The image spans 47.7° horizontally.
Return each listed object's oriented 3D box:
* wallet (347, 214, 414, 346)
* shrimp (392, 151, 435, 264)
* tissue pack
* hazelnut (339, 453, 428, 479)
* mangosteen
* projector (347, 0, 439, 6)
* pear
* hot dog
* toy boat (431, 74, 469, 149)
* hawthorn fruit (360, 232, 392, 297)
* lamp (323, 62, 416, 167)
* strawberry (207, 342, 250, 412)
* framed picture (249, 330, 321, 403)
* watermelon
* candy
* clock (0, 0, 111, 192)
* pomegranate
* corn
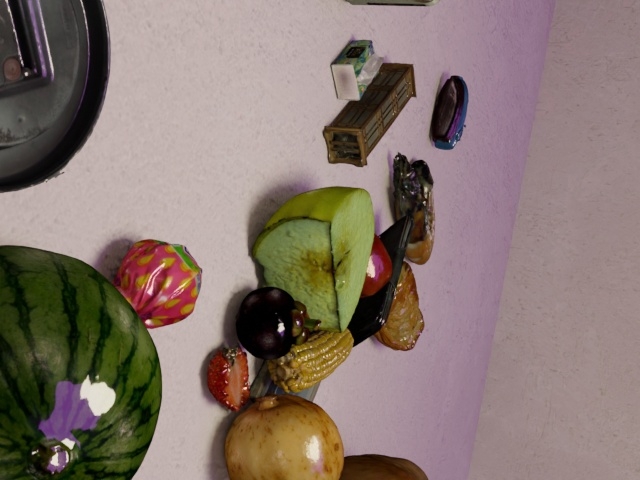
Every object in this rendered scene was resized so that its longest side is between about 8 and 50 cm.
[{"bbox_3d":[0.139,0.091,1.696,0.172,0.045,0.318,-44,-160,55],"label":"wallet"},{"bbox_3d":[0.266,-0.116,1.972,0.445,0.085,0.272,61,39,-55],"label":"shrimp"},{"bbox_3d":[0.084,-0.360,1.527,0.111,0.079,0.085,-57,144,-40],"label":"tissue pack"},{"bbox_3d":[0.111,0.656,1.623,0.366,0.365,0.366,-29,123,-58],"label":"hazelnut"},{"bbox_3d":[-0.074,0.146,1.275,0.137,0.151,0.137,-1,90,-80],"label":"mangosteen"},{"bbox_3d":[0.131,-0.546,1.388,0.177,0.242,0.163,-3,102,-65],"label":"projector"},{"bbox_3d":[0.000,0.000,1.383,0.292,0.159,0.293,11,90,-67],"label":"pear"},{"bbox_3d":[0.187,0.159,1.857,0.175,0.114,0.259,-55,142,-35],"label":"hot dog"},{"bbox_3d":[0.385,-0.371,2.105,0.097,0.100,0.223,21,81,-54],"label":"toy boat"},{"bbox_3d":[0.082,0.039,1.579,0.148,0.148,0.172,-38,123,-54],"label":"hawthorn fruit"},{"bbox_3d":[0.116,-0.285,1.607,0.325,0.089,0.090,-53,143,-43],"label":"lamp"},{"bbox_3d":[-0.159,0.241,1.256,0.104,0.048,0.152,-60,156,-48],"label":"strawberry"},{"bbox_3d":[-0.036,0.237,1.528,0.335,0.022,0.247,-65,150,-31],"label":"framed picture"},{"bbox_3d":[-0.288,0.166,0.742,0.330,0.189,0.331,-12,106,-50],"label":"watermelon"},{"bbox_3d":[-0.296,0.103,0.902,0.365,0.124,0.124,-29,124,-45],"label":"candy"},{"bbox_3d":[-0.342,-0.203,0.737,0.312,0.061,0.313,-29,123,-58],"label":"clock"},{"bbox_3d":[-0.066,0.370,1.305,0.215,0.215,0.215,-29,123,-58],"label":"pomegranate"},{"bbox_3d":[-0.011,0.228,1.452,0.291,0.101,0.101,-17,112,-66],"label":"corn"}]
